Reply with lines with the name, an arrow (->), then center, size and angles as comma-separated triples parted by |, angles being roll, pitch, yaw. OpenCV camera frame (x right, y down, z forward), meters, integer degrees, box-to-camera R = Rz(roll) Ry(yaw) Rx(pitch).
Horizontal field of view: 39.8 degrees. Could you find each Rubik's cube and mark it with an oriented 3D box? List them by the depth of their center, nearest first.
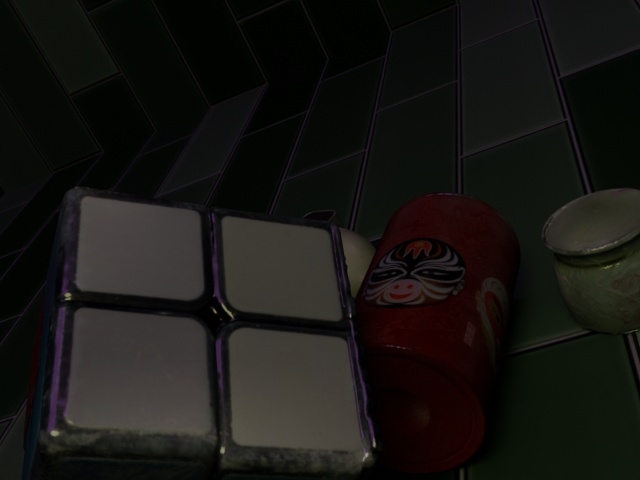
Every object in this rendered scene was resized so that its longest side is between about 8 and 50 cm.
Rubik's cube -> -0.148, 0.168, 0.952 | 0.313, 0.318, 0.316 | 7, 46, -18

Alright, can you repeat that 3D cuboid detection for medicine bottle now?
medicine bottle -> 0.370, 0.024, 1.130 | 0.147, 0.143, 0.147 | -23, 24, 11

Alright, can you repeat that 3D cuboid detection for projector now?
projector -> 0.000, 0.000, 1.629 | 0.083, 0.082, 0.083 | -1, 36, 45

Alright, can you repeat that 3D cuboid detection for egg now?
egg -> 0.011, 0.053, 1.433 | 0.151, 0.151, 0.209 | -41, 22, -26

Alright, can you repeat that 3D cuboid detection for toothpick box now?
toothpick box -> 0.138, 0.106, 1.137 | 0.204, 0.204, 0.333 | -13, 27, 29
